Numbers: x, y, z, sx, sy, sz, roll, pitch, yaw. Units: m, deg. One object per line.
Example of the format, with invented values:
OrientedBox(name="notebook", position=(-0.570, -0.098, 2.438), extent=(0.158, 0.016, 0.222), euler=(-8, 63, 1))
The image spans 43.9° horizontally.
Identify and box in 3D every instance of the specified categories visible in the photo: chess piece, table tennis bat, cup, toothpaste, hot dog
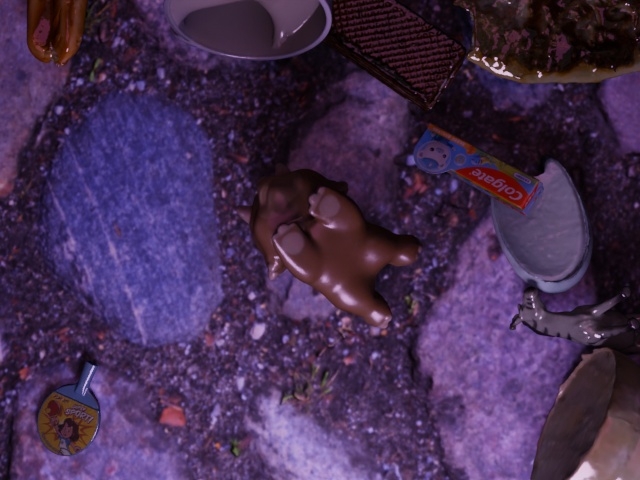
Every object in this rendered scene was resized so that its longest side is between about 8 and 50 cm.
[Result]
OrientedBox(name="chess piece", position=(0.532, 0.338, 1.061), extent=(0.442, 0.234, 0.234), euler=(25, 89, 4))
OrientedBox(name="table tennis bat", position=(-0.387, 0.263, 1.247), extent=(0.100, 0.019, 0.155), euler=(24, 90, 7))
OrientedBox(name="cup", position=(-0.119, -0.449, 1.167), extent=(0.237, 0.323, 0.327), euler=(14, 69, -37))
OrientedBox(name="toothpaste", position=(0.226, -0.097, 1.168), extent=(0.193, 0.044, 0.070), euler=(34, 91, 28))
OrientedBox(name="hot dog", position=(-0.415, -0.402, 1.273), extent=(0.100, 0.068, 0.249), euler=(0, 84, 16))

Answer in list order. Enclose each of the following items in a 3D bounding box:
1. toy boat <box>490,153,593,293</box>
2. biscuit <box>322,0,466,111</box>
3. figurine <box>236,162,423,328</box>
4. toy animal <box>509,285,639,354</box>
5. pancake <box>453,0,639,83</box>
OrientedBox(name="toy boat", position=(0.328, -0.021, 1.180), extent=(0.134, 0.079, 0.207), euler=(-18, 74, 6))
OrientedBox(name="biscuit", position=(0.096, -0.310, 1.216), extent=(0.252, 0.070, 0.106), euler=(37, 89, 7))
OrientedBox(name="figurine", position=(-0.001, -0.005, 1.164), extent=(0.247, 0.173, 0.177), euler=(23, 93, -24))
OrientedBox(name="toy animal", position=(0.399, 0.122, 1.133), extent=(0.217, 0.176, 0.073), euler=(20, 67, -24))
OrientedBox(name="pancake", position=(0.397, -0.379, 1.170), extent=(0.427, 0.067, 0.305), euler=(-39, 95, 2))
